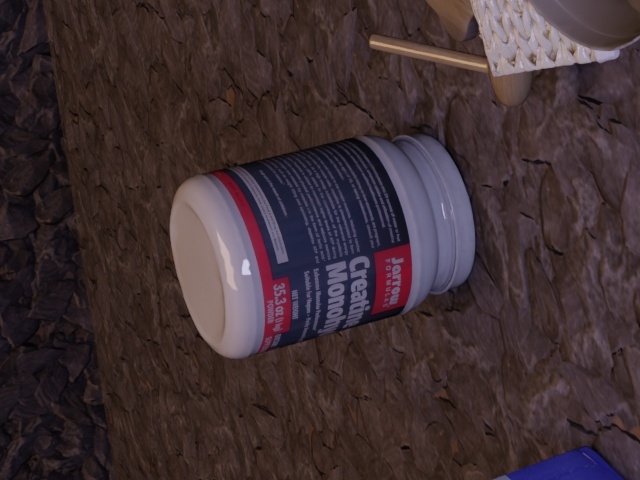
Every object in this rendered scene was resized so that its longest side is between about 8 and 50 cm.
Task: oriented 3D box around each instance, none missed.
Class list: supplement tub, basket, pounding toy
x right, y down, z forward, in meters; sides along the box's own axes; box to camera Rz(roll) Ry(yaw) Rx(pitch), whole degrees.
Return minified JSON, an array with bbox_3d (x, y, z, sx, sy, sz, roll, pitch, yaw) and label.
[{"bbox_3d":[0.000,0.000,1.744,0.191,0.272,0.191,165,90,-70],"label":"supplement tub"},{"bbox_3d":[0.168,-0.220,1.326,0.113,0.103,0.167,-56,-47,-66],"label":"basket"},{"bbox_3d":[0.108,-0.251,1.467,0.154,0.154,0.269,93,154,-47],"label":"pounding toy"}]

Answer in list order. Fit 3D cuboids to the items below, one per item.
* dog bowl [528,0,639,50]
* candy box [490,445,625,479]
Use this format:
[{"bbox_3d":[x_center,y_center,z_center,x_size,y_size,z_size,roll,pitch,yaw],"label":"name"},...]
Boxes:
[{"bbox_3d":[0.175,-0.297,1.040,0.349,0.102,0.349,162,90,-78],"label":"dog bowl"},{"bbox_3d":[0.166,0.382,1.576,0.122,0.268,0.317,39,138,53],"label":"candy box"}]
